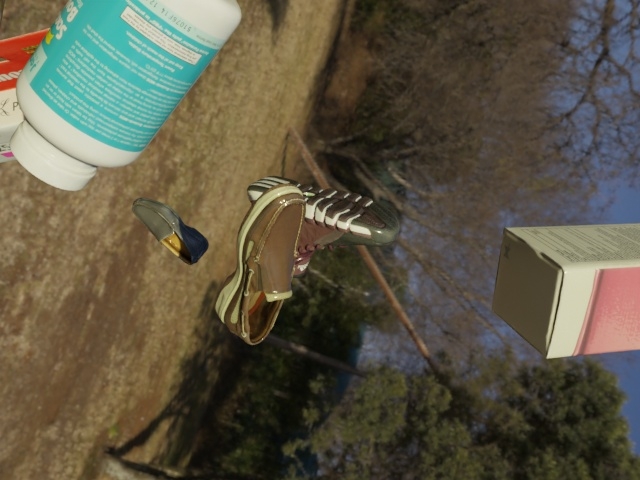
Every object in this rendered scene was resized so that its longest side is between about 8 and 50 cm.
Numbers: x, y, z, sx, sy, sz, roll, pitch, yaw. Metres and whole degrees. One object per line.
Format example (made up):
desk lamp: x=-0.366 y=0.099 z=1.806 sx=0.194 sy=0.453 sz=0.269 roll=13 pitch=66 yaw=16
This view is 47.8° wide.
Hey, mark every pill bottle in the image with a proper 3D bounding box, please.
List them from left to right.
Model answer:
pill bottle: x=-0.212 y=-0.178 z=0.748 sx=0.264 sy=0.146 sz=0.146 roll=-48 pitch=-167 yaw=17

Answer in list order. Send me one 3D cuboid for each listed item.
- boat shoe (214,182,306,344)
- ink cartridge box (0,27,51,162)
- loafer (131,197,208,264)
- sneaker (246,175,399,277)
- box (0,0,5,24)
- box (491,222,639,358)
boat shoe: x=-0.066 y=0.042 z=0.997 sx=0.095 sy=0.095 sz=0.257 roll=51 pitch=-44 yaw=31
ink cartridge box: x=-0.400 y=-0.181 z=0.968 sx=0.239 sy=0.275 sz=0.060 roll=27 pitch=55 yaw=-73
loafer: x=-0.297 y=-0.019 z=1.404 sx=0.062 sy=0.170 sz=0.061 roll=-48 pitch=-168 yaw=35
sneaker: x=0.000 y=0.000 z=1.209 sx=0.106 sy=0.281 sz=0.163 roll=-28 pitch=130 yaw=-49
box: x=-0.494 y=-0.309 z=0.869 sx=0.231 sy=0.183 sz=0.056 roll=-140 pitch=-118 yaw=-69
box: x=0.370 y=0.060 z=0.960 sx=0.148 sy=0.232 sz=0.127 roll=-127 pitch=-142 yaw=-64
